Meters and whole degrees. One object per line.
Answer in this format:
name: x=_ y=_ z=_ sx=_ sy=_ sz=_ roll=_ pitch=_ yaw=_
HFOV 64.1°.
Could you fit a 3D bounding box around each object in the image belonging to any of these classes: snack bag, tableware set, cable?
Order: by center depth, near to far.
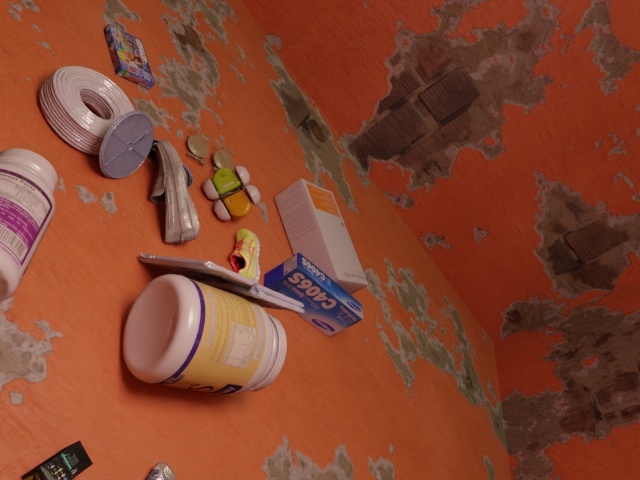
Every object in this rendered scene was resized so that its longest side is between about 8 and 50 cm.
snack bag: x=-0.257 y=0.114 z=1.331 sx=0.342 sy=0.323 sz=0.037 roll=32 pitch=69 yaw=-43
cable: x=-0.628 y=-0.355 z=1.403 sx=0.257 sy=0.089 sz=0.257 roll=7 pitch=56 yaw=-59
tableware set: x=-0.397 y=-0.303 z=1.822 sx=0.194 sy=0.039 sz=0.128 roll=29 pitch=49 yaw=-36

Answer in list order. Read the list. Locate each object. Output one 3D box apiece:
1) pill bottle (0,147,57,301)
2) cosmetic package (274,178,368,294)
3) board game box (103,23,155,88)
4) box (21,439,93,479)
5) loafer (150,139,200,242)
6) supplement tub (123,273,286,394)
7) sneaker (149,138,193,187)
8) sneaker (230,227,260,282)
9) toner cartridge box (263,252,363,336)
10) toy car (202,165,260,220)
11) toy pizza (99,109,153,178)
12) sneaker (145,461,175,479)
pill bottle: x=-0.618 y=-0.041 z=0.979 sx=0.169 sy=0.169 sz=0.302 roll=40 pitch=30 yaw=-33
cosmetic package: x=0.000 y=0.000 z=2.045 sx=0.230 sy=0.161 sz=0.453 roll=15 pitch=49 yaw=-55
board game box: x=-0.647 y=-0.622 z=1.732 sx=0.136 sy=0.035 sz=0.201 roll=13 pitch=51 yaw=-56
box: x=-0.458 y=0.401 z=0.892 sx=0.052 sy=0.062 sz=0.083 roll=60 pitch=26 yaw=1
loafer: x=-0.437 y=-0.144 z=1.472 sx=0.111 sy=0.112 sz=0.320 roll=-14 pitch=72 yaw=-20
supplement tub: x=-0.264 y=0.235 z=1.217 sx=0.331 sy=0.241 sz=0.241 roll=29 pitch=38 yaw=-45
sneaker: x=-0.469 y=-0.235 z=1.579 sx=0.188 sy=0.067 sz=0.078 roll=51 pitch=20 yaw=-20
sneaker: x=-0.250 y=0.042 z=1.645 sx=0.094 sy=0.081 sz=0.209 roll=26 pitch=40 yaw=-45
toner cartridge box: x=-0.020 y=0.198 z=1.784 sx=0.348 sy=0.165 sz=0.075 roll=41 pitch=31 yaw=-31
toy car: x=-0.298 y=-0.155 z=1.736 sx=0.182 sy=0.159 sz=0.136 roll=60 pitch=-9 yaw=7
toy pizza: x=-0.530 y=-0.261 z=1.386 sx=0.032 sy=0.201 sz=0.201 roll=28 pitch=23 yaw=11
sneaker: x=-0.310 y=0.526 z=1.043 sx=0.135 sy=0.052 sz=0.058 roll=50 pitch=35 yaw=1
